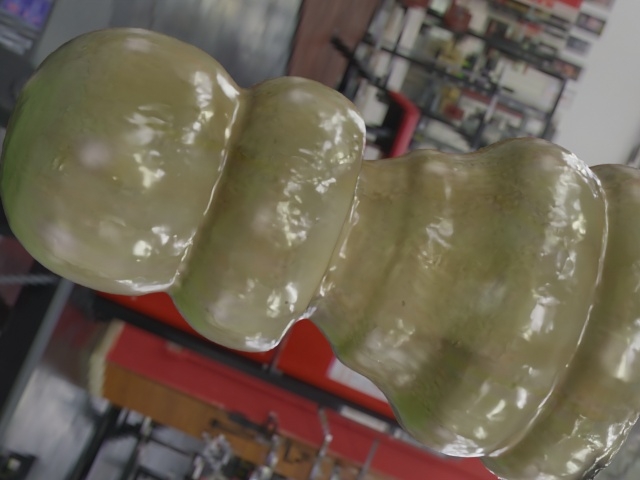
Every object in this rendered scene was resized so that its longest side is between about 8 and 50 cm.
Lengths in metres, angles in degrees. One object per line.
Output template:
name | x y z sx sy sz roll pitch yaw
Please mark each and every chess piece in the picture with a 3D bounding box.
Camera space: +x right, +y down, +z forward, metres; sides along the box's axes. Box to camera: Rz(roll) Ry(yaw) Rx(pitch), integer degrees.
chess piece | 0.000 0.000 0.534 0.143 0.261 0.142 -161 -90 -79
